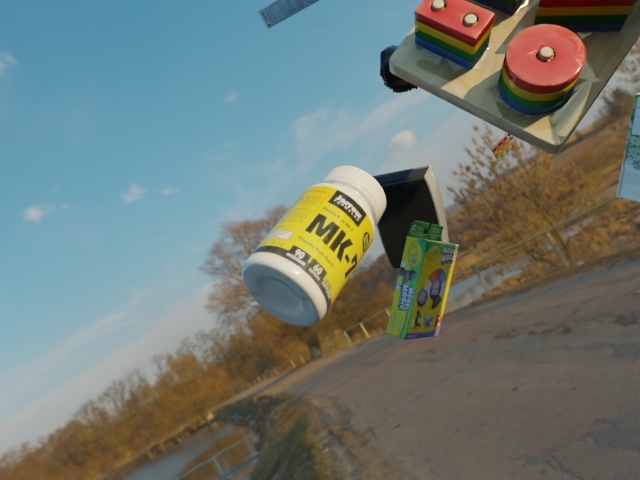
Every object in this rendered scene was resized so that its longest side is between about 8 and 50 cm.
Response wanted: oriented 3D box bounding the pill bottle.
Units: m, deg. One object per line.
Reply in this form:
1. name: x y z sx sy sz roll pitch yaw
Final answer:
1. pill bottle: 0.000 0.000 0.689 0.209 0.119 0.119 -54 6 -35

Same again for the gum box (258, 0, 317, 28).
1. gum box: -0.012 -0.486 0.997 0.184 0.041 0.157 2 43 51

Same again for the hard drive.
1. hard drive: 0.217 -0.047 1.269 0.171 0.255 0.054 -9 28 17

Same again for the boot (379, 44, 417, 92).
1. boot: 0.212 -0.327 0.984 0.206 0.094 0.246 4 16 14

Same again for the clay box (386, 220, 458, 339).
1. clay box: 0.206 0.078 1.021 0.053 0.222 0.127 17 7 41

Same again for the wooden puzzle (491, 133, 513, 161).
1. wooden puzzle: 0.459 -0.233 1.315 0.083 0.006 0.049 -47 -47 2

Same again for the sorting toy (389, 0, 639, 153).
1. sorting toy: 0.262 -0.285 0.669 0.257 0.255 0.089 -52 -20 -9

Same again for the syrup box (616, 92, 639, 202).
1. syrup box: 0.734 -0.201 1.132 0.096 0.237 0.093 -16 25 -28
